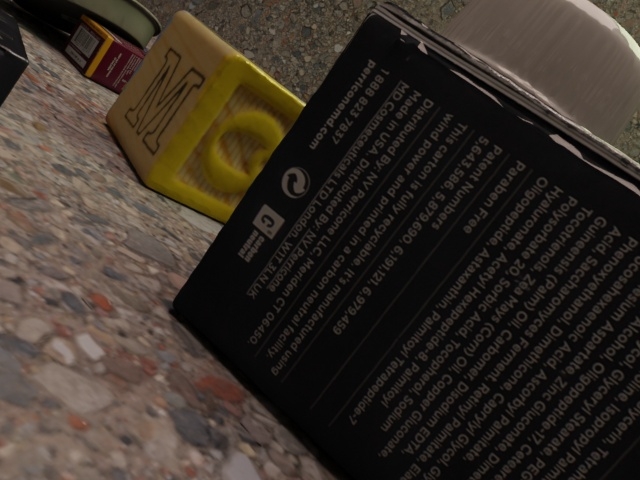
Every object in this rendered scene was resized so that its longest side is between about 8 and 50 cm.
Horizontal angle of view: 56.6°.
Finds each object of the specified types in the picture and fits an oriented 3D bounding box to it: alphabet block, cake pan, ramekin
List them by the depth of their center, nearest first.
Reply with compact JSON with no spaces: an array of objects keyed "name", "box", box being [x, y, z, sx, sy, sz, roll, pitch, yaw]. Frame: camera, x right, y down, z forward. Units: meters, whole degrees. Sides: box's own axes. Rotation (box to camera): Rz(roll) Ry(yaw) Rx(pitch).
[{"name":"ramekin","box":[0.207,-0.158,0.574,0.207,0.109,0.207,36,10,-8]},{"name":"alphabet block","box":[-0.140,-0.158,0.803,0.192,0.193,0.197,26,15,-43]},{"name":"cake pan","box":[-0.447,-0.432,1.109,0.293,0.054,0.293,18,-2,1]}]

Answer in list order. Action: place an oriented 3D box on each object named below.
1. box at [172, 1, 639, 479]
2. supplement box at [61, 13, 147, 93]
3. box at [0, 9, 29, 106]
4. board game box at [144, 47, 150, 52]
[{"name":"box","box":[0.209,0.089,0.591,0.472,0.297,0.480,38,10,17]},{"name":"supplement box","box":[-0.355,-0.315,1.086,0.104,0.081,0.188,43,11,32]},{"name":"box","box":[-0.328,-0.165,0.458,0.156,0.093,0.158,30,12,-40]},{"name":"board game box","box":[-0.422,-0.415,1.373,0.194,0.060,0.194,32,13,-32]}]
